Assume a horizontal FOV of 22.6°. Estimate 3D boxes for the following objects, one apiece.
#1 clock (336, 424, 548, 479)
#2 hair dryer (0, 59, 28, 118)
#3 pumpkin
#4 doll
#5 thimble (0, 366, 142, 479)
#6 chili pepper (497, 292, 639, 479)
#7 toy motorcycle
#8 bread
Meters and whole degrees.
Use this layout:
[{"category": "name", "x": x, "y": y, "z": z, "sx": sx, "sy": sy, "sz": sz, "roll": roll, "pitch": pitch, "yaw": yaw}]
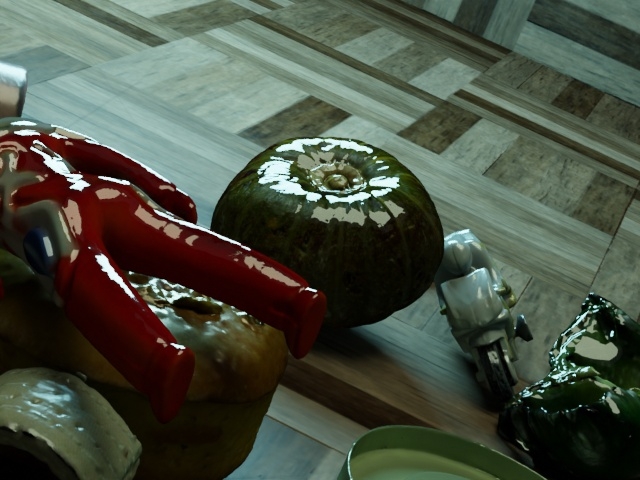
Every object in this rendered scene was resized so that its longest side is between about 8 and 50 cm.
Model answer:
[{"category": "clock", "x": 0.123, "y": 0.218, "z": 1.225, "sx": 0.235, "sy": 0.029, "sz": 0.235, "roll": 20, "pitch": 19, "yaw": -7}, {"category": "hair dryer", "x": -0.409, "y": -0.153, "z": 1.534, "sx": 0.210, "sy": 0.125, "sz": 0.352, "roll": 14, "pitch": 11, "yaw": -19}, {"category": "pumpkin", "x": 0.000, "y": 0.000, "z": 1.504, "sx": 0.219, "sy": 0.162, "sz": 0.219, "roll": 1, "pitch": 36, "yaw": -1}, {"category": "doll", "x": -0.183, "y": -0.023, "z": 1.052, "sx": 0.384, "sy": 0.099, "sz": 0.188, "roll": 37, "pitch": 34, "yaw": 28}, {"category": "thimble", "x": -0.175, "y": 0.140, "z": 0.981, "sx": 0.115, "sy": 0.102, "sz": 0.090, "roll": 16, "pitch": 19, "yaw": 4}, {"category": "chili pepper", "x": 0.254, "y": 0.156, "z": 1.449, "sx": 0.148, "sy": 0.116, "sz": 0.264, "roll": 38, "pitch": 21, "yaw": 6}, {"category": "toy motorcycle", "x": 0.148, "y": 0.056, "z": 1.548, "sx": 0.074, "sy": 0.151, "sz": 0.229, "roll": -21, "pitch": 23, "yaw": 10}, {"category": "bread", "x": -0.147, "y": 0.073, "z": 1.141, "sx": 0.268, "sy": 0.146, "sz": 0.268, "roll": 17, "pitch": 19, "yaw": -6}]
